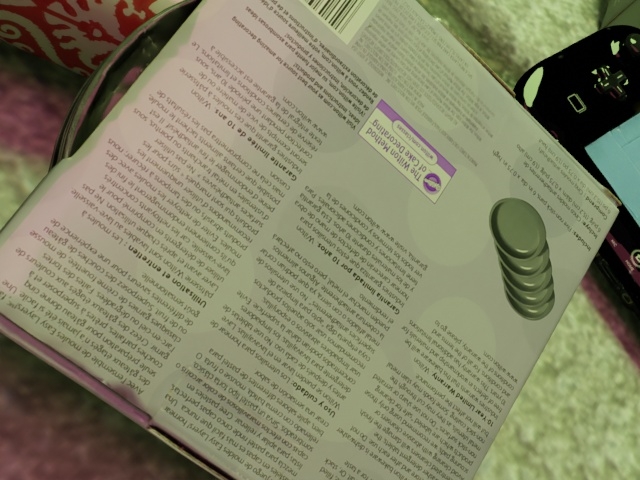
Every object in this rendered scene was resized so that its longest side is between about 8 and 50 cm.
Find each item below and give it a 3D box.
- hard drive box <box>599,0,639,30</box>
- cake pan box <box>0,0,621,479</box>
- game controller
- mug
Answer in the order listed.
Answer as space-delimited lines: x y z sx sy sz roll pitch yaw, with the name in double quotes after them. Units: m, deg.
0.385 -0.233 0.693 0.232 0.089 0.181 12 100 -21 "hard drive box"
0.000 0.000 0.399 0.267 0.070 0.246 39 70 -19 "cake pan box"
0.273 -0.013 0.602 0.166 0.067 0.319 -29 82 -33 "game controller"
-0.103 -0.151 0.457 0.169 0.113 0.150 26 61 -17 "mug"
